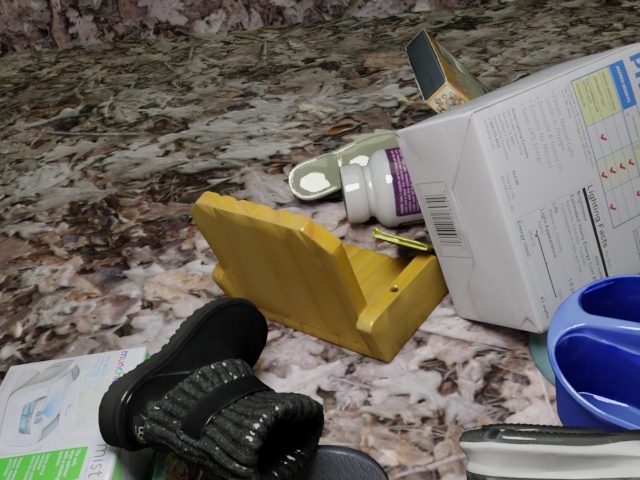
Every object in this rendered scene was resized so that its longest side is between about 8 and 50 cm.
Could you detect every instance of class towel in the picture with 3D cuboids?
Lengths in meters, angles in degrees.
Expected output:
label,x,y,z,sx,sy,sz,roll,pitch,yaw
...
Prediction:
label,x,y,z,sx,sy,sz,roll,pitch,yaw
towel,0.166,0.004,1.311,0.102,0.021,0.237,14,0,17

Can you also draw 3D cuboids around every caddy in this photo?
label,x,y,z,sx,sy,sz,roll,pitch,yaw
caddy,0.464,0.176,0.916,0.341,0.179,0.241,19,56,28

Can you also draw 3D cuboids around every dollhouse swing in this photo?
label,x,y,z,sx,sy,sz,roll,pitch,yaw
dollhouse swing,0.000,0.000,1.244,0.346,0.305,0.315,15,41,34

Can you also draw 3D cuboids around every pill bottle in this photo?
label,x,y,z,sx,sy,sz,roll,pitch,yaw
pill bottle,0.196,-0.121,1.495,0.301,0.169,0.169,-9,33,0

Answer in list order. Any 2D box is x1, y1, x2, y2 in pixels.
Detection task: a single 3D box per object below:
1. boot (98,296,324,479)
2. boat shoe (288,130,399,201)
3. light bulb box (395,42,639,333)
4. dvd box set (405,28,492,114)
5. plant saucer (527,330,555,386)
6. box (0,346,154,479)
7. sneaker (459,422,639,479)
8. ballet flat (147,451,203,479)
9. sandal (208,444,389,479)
label,x,y,z,sx,sy,sz,roll,pitch,yaw
boot,-0.100,0.201,0.986,0.260,0.131,0.348,3,26,28
boat shoe,0.096,-0.158,1.638,0.339,0.127,0.113,-20,-9,-3
light bulb box,0.375,-0.090,1.187,0.360,0.358,0.225,-24,12,-22
dvd box set,0.355,-0.231,1.451,0.062,0.420,0.308,-44,25,24
plant saucer,0.492,0.149,1.126,0.317,0.044,0.318,-7,34,5
box,-0.370,0.302,1.051,0.231,0.127,0.262,-9,32,5
sneaker,0.369,0.331,0.727,0.447,0.258,0.169,-2,-9,21
ballet flat,-0.208,0.314,1.045,0.077,0.091,0.241,17,35,-14
sandal,-0.027,0.317,0.971,0.254,0.097,0.054,1,8,15
